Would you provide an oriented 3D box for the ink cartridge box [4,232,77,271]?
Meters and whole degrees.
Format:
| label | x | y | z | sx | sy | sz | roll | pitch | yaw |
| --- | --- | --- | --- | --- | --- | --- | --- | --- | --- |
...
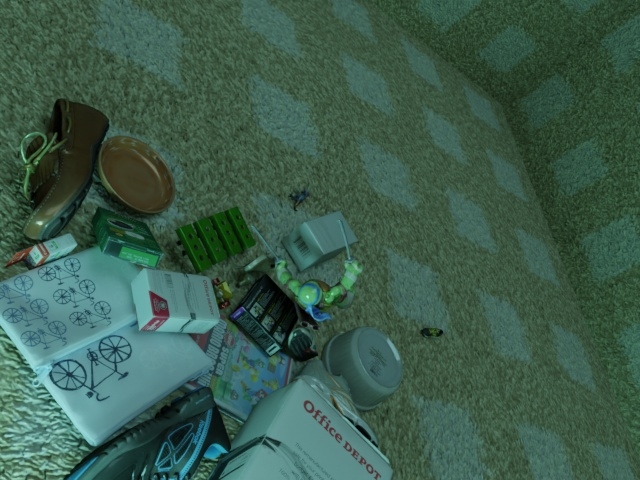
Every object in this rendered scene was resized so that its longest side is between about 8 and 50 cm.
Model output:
| label | x | y | z | sx | sy | sz | roll | pitch | yaw |
| --- | --- | --- | --- | --- | --- | --- | --- | --- | --- |
| ink cartridge box | -0.513 | 0.028 | 1.150 | 0.029 | 0.063 | 0.115 | 56 | 36 | 1 |

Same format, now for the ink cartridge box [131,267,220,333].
| label | x | y | z | sx | sy | sz | roll | pitch | yaw |
| --- | --- | --- | --- | --- | --- | --- | --- | --- | --- |
| ink cartridge box | -0.287 | 0.123 | 1.240 | 0.150 | 0.063 | 0.109 | 13 | 47 | -43 |

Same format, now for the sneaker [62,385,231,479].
| label | x | y | z | sx | sy | sz | roll | pitch | yaw |
| --- | --- | --- | --- | --- | --- | --- | --- | --- | --- |
| sneaker | -0.282 | 0.374 | 1.067 | 0.341 | 0.125 | 0.140 | -23 | 83 | -52 |

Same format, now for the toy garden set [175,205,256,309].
| label | x | y | z | sx | sy | sz | roll | pitch | yaw |
| --- | --- | --- | --- | --- | --- | --- | --- | --- | --- |
| toy garden set | -0.230 | 0.042 | 1.471 | 0.204 | 0.049 | 0.244 | 64 | 27 | -2 |

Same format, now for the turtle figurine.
| label | x | y | z | sx | sy | sz | roll | pitch | yaw |
| --- | --- | --- | --- | --- | --- | --- | --- | --- | --- |
| turtle figurine | 0.000 | 0.072 | 1.504 | 0.275 | 0.197 | 0.266 | 65 | 3 | 16 |

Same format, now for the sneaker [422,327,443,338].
| label | x | y | z | sx | sy | sz | roll | pitch | yaw |
| --- | --- | --- | --- | --- | --- | --- | --- | --- | --- |
| sneaker | 0.348 | 0.282 | 1.939 | 0.083 | 0.035 | 0.031 | 14 | 50 | -42 |

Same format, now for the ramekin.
| label | x | y | z | sx | sy | sz | roll | pitch | yaw |
| --- | --- | --- | --- | --- | --- | --- | --- | --- | --- |
| ramekin | 0.115 | 0.316 | 1.581 | 0.207 | 0.109 | 0.207 | 30 | 42 | -30 |

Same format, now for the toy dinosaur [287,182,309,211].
| label | x | y | z | sx | sy | sz | roll | pitch | yaw |
| --- | --- | --- | --- | --- | --- | --- | --- | --- | --- |
| toy dinosaur | -0.059 | -0.127 | 1.840 | 0.082 | 0.047 | 0.090 | 6 | 89 | -57 |

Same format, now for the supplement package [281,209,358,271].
| label | x | y | z | sx | sy | sz | roll | pitch | yaw |
| --- | --- | --- | --- | --- | --- | --- | --- | --- | --- |
| supplement package | 0.000 | 0.000 | 1.722 | 0.179 | 0.105 | 0.105 | -20 | 75 | -53 |

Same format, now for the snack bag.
| label | x | y | z | sx | sy | sz | roll | pitch | yaw |
| --- | --- | --- | --- | --- | --- | --- | --- | --- | --- |
| snack bag | -0.395 | 0.171 | 1.155 | 0.342 | 0.037 | 0.323 | 51 | 33 | 7 |

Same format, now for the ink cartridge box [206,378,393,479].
| label | x | y | z | sx | sy | sz | roll | pitch | yaw |
| --- | --- | --- | --- | --- | --- | --- | --- | --- | --- |
| ink cartridge box | -0.064 | 0.502 | 1.148 | 0.285 | 0.166 | 0.395 | 47 | 40 | -9 |

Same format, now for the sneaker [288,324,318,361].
| label | x | y | z | sx | sy | sz | roll | pitch | yaw |
| --- | --- | --- | --- | --- | --- | --- | --- | --- | --- |
| sneaker | -0.048 | 0.226 | 1.471 | 0.161 | 0.057 | 0.075 | 67 | 2 | -60 |

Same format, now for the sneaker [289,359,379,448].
| label | x | y | z | sx | sy | sz | roll | pitch | yaw |
| --- | --- | --- | --- | --- | --- | --- | --- | --- | --- |
| sneaker | 0.051 | 0.380 | 1.461 | 0.262 | 0.099 | 0.121 | 47 | 37 | -10 |

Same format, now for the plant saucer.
| label | x | y | z | sx | sy | sz | roll | pitch | yaw |
| --- | --- | --- | --- | --- | --- | --- | --- | --- | --- |
| plant saucer | -0.419 | -0.143 | 1.414 | 0.200 | 0.037 | 0.200 | 35 | 38 | -34 |

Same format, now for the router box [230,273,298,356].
| label | x | y | z | sx | sy | sz | roll | pitch | yaw |
| --- | --- | --- | --- | --- | --- | --- | --- | --- | --- |
| router box | -0.122 | 0.171 | 1.463 | 0.133 | 0.046 | 0.179 | 48 | 24 | -7 |

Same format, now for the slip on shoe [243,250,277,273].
| label | x | y | z | sx | sy | sz | roll | pitch | yaw |
| --- | --- | --- | --- | --- | --- | --- | --- | --- | --- |
| slip on shoe | -0.139 | 0.059 | 1.509 | 0.041 | 0.051 | 0.135 | 60 | 19 | 2 |

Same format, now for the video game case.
| label | x | y | z | sx | sy | sz | roll | pitch | yaw |
| --- | --- | --- | --- | --- | --- | --- | --- | --- | --- |
| video game case | -0.188 | 0.274 | 1.344 | 0.285 | 0.025 | 0.204 | 36 | 38 | -23 |

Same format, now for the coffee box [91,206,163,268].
| label | x | y | z | sx | sy | sz | roll | pitch | yaw |
| --- | --- | --- | --- | --- | --- | --- | --- | --- | --- |
| coffee box | -0.390 | -0.006 | 1.253 | 0.113 | 0.040 | 0.184 | 21 | 11 | -33 |

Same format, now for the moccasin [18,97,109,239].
| label | x | y | z | sx | sy | sz | roll | pitch | yaw |
| --- | --- | --- | --- | --- | --- | --- | --- | --- | --- |
| moccasin | -0.521 | -0.155 | 1.231 | 0.147 | 0.139 | 0.380 | 28 | 42 | -29 |
